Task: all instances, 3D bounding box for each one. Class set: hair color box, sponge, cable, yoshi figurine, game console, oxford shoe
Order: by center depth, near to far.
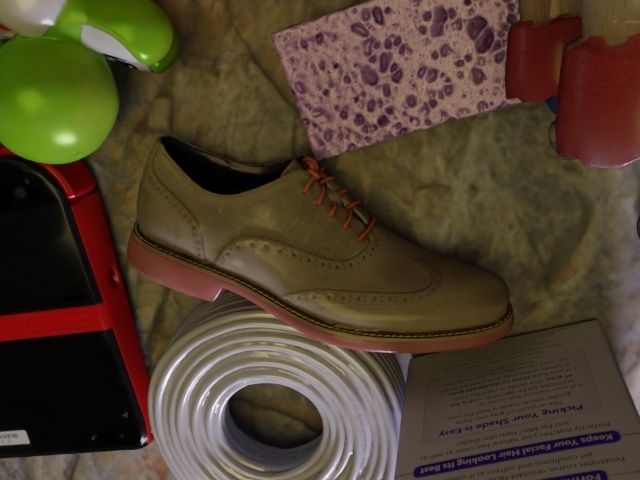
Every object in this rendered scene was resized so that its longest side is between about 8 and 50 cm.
[{"bbox_3d":[0.157,0.193,0.569,0.185,0.339,0.110,-15,105,15],"label":"hair color box"},{"bbox_3d":[-0.306,-0.175,0.624,0.362,0.203,0.203,18,127,2],"label":"yoshi figurine"},{"bbox_3d":[0.074,-0.149,0.633,0.210,0.031,0.117,-15,105,15],"label":"sponge"},{"bbox_3d":[0.000,0.000,0.645,0.348,0.123,0.130,13,114,6],"label":"oxford shoe"},{"bbox_3d":[-0.041,0.169,0.733,0.257,0.089,0.257,-7,107,13],"label":"cable"},{"bbox_3d":[-0.383,0.078,0.792,0.387,0.060,0.341,-7,111,13],"label":"game console"}]

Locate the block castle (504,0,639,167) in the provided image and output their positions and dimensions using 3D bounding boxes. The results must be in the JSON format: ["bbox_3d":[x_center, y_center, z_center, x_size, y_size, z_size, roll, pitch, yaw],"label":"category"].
[{"bbox_3d":[0.340,-0.150,0.429,0.454,0.303,0.212,-8,107,8],"label":"block castle"}]

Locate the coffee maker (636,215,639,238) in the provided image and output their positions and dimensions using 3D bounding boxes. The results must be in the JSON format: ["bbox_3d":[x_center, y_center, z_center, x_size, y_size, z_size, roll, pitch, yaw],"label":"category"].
[{"bbox_3d":[0.322,0.067,0.581,0.171,0.178,0.120,31,111,-1],"label":"coffee maker"}]
